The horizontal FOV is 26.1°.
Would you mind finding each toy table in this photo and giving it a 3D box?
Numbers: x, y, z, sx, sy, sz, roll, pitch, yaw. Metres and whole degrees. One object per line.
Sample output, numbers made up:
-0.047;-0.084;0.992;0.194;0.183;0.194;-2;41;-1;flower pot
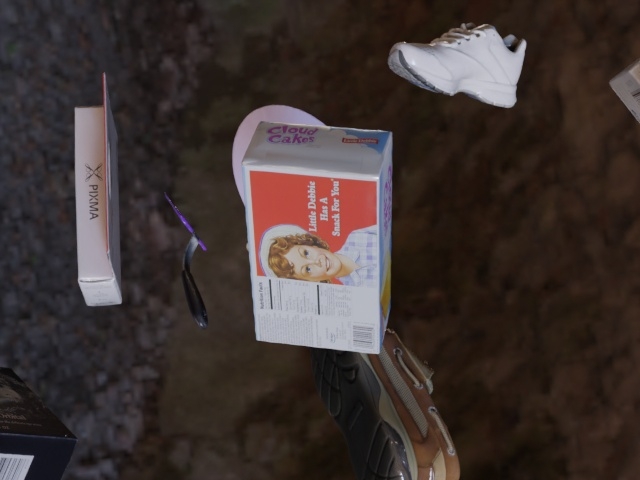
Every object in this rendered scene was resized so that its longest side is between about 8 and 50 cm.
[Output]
-0.014;-0.065;2.090;0.161;0.252;0.274;55;13;-77;toy table

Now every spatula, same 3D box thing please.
-0.190;0.033;2.026;0.084;0.030;0.296;56;12;-37;spatula

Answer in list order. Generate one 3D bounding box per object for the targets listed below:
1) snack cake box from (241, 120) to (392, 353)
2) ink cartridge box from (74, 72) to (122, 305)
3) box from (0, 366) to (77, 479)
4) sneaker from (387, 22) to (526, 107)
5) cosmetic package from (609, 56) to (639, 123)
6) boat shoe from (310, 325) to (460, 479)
0.000;0.000;1.566;0.089;0.152;0.264;-72;165;-49;snack cake box
-0.324;-0.069;1.988;0.239;0.060;0.275;97;-11;-71;ink cartridge box
-0.369;0.201;1.450;0.156;0.158;0.093;14;105;-47;box
0.226;-0.304;2.289;0.297;0.111;0.129;2;111;-45;sneaker
0.608;-0.269;2.290;0.151;0.184;0.151;53;-2;0;cosmetic package
0.079;0.187;1.724;0.122;0.120;0.324;-61;-142;43;boat shoe
